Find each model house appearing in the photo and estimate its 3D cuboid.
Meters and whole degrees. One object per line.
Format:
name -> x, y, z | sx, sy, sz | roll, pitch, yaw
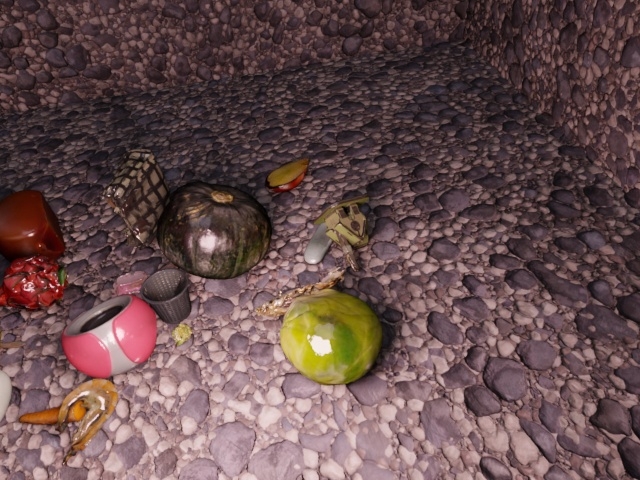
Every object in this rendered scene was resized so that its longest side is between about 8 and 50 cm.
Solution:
model house -> 0.137, -0.015, 1.781 | 0.219, 0.205, 0.278 | -19, 79, -33

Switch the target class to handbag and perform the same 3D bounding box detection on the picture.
handbag -> -0.795, -0.184, 1.945 | 0.163, 0.325, 0.326 | 1, 45, 12

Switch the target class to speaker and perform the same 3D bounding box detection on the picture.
speaker -> -0.704, 0.319, 1.473 | 0.295, 0.294, 0.294 | -4, 45, 4

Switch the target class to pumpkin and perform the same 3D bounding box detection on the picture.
pumpkin -> -0.410, -0.033, 1.720 | 0.455, 0.343, 0.454 | 14, 25, -7

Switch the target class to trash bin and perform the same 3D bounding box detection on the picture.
trash bin -> -0.557, 0.216, 1.632 | 0.176, 0.160, 0.175 | -2, 42, 2

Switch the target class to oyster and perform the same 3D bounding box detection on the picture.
oyster -> -0.061, 0.205, 1.586 | 0.355, 0.201, 0.106 | -21, 90, 3

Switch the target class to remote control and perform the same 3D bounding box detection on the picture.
remote control -> 0.000, 0.001, 1.855 | 0.098, 0.045, 0.256 | 12, 45, 14

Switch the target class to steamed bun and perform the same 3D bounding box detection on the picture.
steamed bun -> -1.309, -0.046, 1.938 | 0.248, 0.234, 0.379 | -25, 48, -20

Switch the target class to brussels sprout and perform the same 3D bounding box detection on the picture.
brussels sprout -> 0.031, 0.312, 1.406 | 0.345, 0.268, 0.344 | -6, 23, 3
brussels sprout -> -0.498, 0.336, 1.582 | 0.085, 0.058, 0.085 | -10, 69, 26

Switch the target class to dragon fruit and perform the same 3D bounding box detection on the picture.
dragon fruit -> -1.140, 0.172, 1.706 | 0.293, 0.233, 0.234 | -25, 47, -21

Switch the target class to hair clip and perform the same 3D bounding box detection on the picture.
hair clip -> -0.687, 0.163, 1.765 | 0.301, 0.069, 0.173 | -25, 45, -3

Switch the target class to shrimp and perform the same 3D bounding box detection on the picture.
shrimp -> -0.740, 0.544, 1.357 | 0.059, 0.145, 0.254 | -28, 23, 50

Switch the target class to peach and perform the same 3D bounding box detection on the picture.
peach -> -0.154, -0.315, 2.177 | 0.279, 0.068, 0.189 | -36, 43, -23

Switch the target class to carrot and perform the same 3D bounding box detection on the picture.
carrot -> -0.868, 0.561, 1.408 | 0.210, 0.061, 0.061 | -10, 45, 4

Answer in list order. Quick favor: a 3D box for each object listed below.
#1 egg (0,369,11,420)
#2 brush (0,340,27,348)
egg -> -1.091, 0.525, 1.380 | 0.183, 0.182, 0.264 | 0, 38, 7
brush -> -1.192, 0.393, 1.638 | 0.197, 0.021, 0.070 | -6, 47, 1
